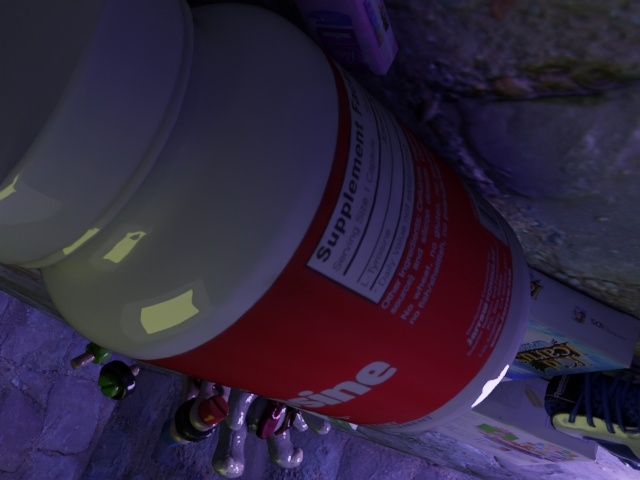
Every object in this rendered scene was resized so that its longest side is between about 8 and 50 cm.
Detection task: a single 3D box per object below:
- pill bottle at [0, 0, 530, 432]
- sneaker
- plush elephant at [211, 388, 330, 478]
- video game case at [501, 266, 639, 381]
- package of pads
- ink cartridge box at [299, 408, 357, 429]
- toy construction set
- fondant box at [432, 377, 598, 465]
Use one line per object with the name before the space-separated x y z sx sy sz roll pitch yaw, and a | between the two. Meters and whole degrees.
pill bottle | -0.035 -0.010 0.479 0.229 0.229 0.407 4 162 42
sneaker | 0.381 0.212 0.832 0.182 0.127 0.315 22 162 -5
plush elephant | -0.067 0.344 1.521 0.255 0.330 0.272 -20 152 31
video game case | 0.189 0.092 0.827 0.244 0.061 0.269 24 160 -8
package of pads | 0.015 -0.144 0.439 0.050 0.032 0.083 16 160 27
ink cartridge box | -0.011 0.243 1.300 0.212 0.154 0.093 15 159 21
toy construction set | -0.165 0.113 1.007 0.257 0.237 0.309 38 122 17
fondant box | 0.307 0.302 1.200 0.238 0.096 0.330 22 161 3
